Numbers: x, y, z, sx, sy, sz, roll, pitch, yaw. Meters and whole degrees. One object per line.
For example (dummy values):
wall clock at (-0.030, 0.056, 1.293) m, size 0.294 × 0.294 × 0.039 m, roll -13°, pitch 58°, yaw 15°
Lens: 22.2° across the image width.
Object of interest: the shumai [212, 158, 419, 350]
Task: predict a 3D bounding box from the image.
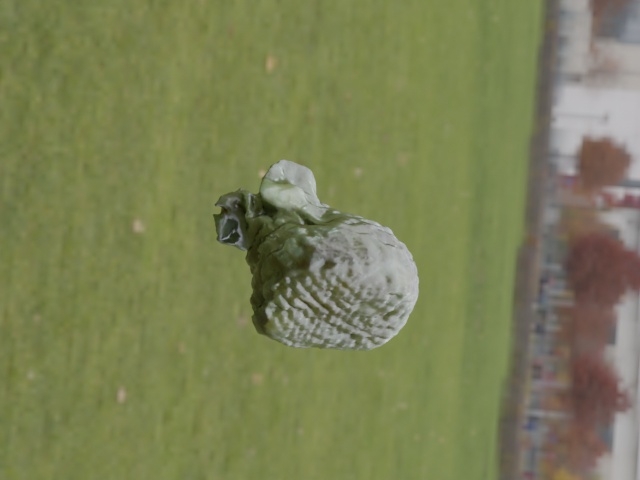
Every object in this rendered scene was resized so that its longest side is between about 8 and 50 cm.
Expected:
shumai at (0.000, 0.000, 0.700) m, size 0.083 × 0.082 × 0.080 m, roll 31°, pitch 43°, yaw -44°
